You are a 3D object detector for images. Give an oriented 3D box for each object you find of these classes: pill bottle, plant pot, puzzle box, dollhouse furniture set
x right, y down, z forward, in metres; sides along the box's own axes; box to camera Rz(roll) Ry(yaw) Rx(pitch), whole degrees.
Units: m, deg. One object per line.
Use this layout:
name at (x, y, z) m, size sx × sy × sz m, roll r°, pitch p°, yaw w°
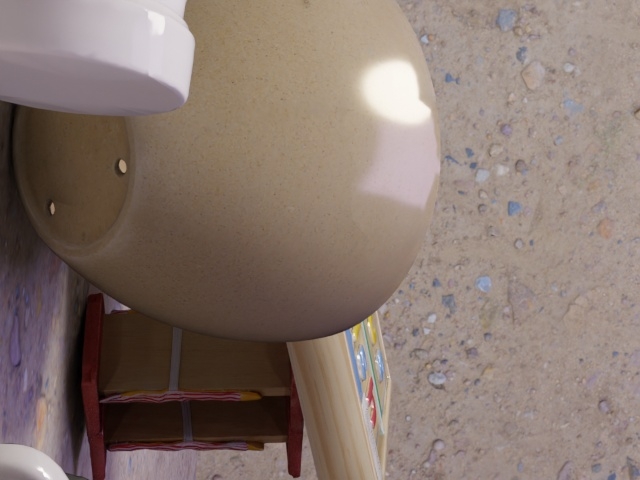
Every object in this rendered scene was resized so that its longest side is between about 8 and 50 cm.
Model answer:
pill bottle at (-0.112, -0.203, 0.638) m, size 0.153 × 0.153 × 0.265 m, roll 94°, pitch 2°, yaw -84°
plant pot at (-0.089, -0.060, 0.874) m, size 0.191 × 0.284 × 0.284 m, roll -8°, pitch 109°, yaw -47°
puzzle box at (0.000, 0.000, 1.161) m, size 0.272 × 0.052 × 0.409 m, roll -77°, pitch 156°, yaw -72°
dollhouse furniture set at (-0.118, 0.042, 1.298) m, size 0.152 × 0.201 × 0.374 m, roll 95°, pitch -6°, yaw -46°

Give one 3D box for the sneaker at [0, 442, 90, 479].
sneaker at (-0.178, 0.171, 0.758) m, size 0.147 × 0.104 × 0.296 m, roll -87°, pitch -173°, yaw -45°
